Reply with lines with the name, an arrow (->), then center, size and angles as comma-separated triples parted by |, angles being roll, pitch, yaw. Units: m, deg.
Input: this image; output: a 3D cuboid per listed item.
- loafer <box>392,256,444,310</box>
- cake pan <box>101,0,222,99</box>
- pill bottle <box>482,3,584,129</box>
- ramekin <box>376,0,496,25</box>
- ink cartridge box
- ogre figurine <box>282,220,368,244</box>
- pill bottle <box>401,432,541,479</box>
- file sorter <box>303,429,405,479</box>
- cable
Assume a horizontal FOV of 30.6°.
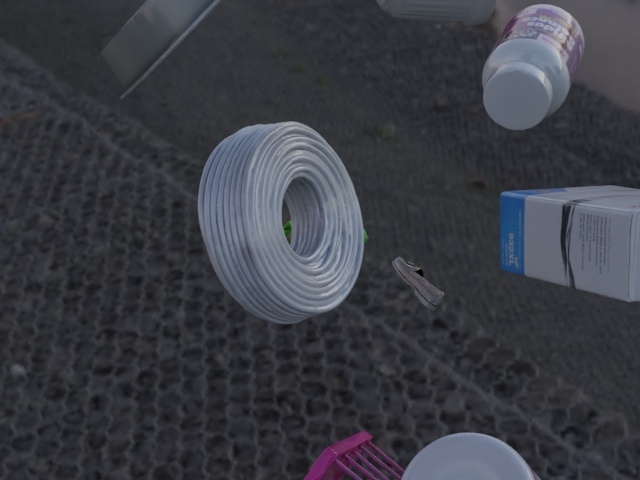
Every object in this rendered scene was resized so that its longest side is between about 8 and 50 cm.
loafer -> 0.172, 0.068, 2.023 | 0.039, 0.045, 0.125 | -48, 52, 15
cake pan -> -0.129, -0.272, 1.241 | 0.293, 0.054, 0.293 | -44, 13, 13
pill bottle -> 0.409, -0.333, 2.270 | 0.169, 0.169, 0.301 | 1, 31, 21
ramekin -> 0.129, -0.396, 1.436 | 0.127, 0.273, 0.273 | -6, 29, -5
ink cartridge box -> 0.436, -0.002, 1.694 | 0.223, 0.129, 0.307 | -3, 8, -25
ogre figurine -> 0.000, 0.000, 1.780 | 0.097, 0.118, 0.197 | -46, 5, 35
pill bottle -> 0.203, 0.338, 1.378 | 0.160, 0.283, 0.160 | -9, 63, 18
file sorter -> 0.050, 0.431, 1.756 | 0.182, 0.202, 0.291 | 38, 4, 12
cable -> -0.046, -0.023, 1.481 | 0.089, 0.257, 0.257 | -8, 6, 34
